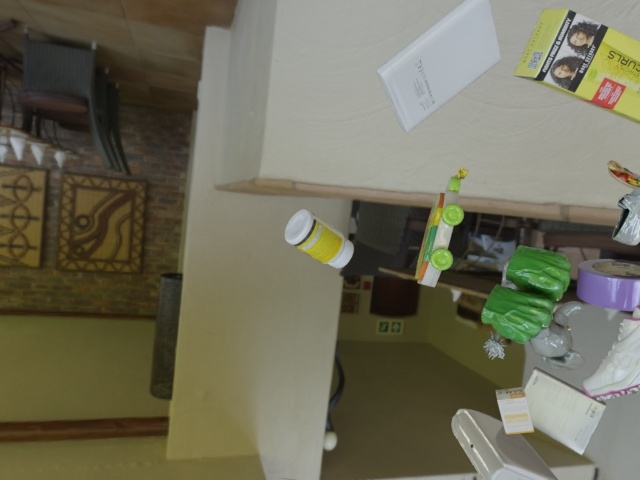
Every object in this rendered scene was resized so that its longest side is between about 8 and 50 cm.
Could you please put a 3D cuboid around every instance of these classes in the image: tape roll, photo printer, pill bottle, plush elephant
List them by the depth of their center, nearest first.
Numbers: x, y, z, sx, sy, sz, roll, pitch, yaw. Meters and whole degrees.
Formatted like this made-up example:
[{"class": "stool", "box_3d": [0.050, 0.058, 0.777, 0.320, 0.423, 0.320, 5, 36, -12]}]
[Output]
[{"class": "tape roll", "box_3d": [0.752, 0.108, 1.210, 0.188, 0.080, 0.189, -3, -167, 1]}, {"class": "photo printer", "box_3d": [0.559, 0.654, 1.483, 0.255, 0.107, 0.307, 27, -170, -14]}, {"class": "plush elephant", "box_3d": [0.681, 0.253, 1.490, 0.271, 0.330, 0.255, 37, 169, -28]}, {"class": "pill bottle", "box_3d": [0.000, 0.000, 1.514, 0.208, 0.119, 0.119, 33, 169, -32]}]

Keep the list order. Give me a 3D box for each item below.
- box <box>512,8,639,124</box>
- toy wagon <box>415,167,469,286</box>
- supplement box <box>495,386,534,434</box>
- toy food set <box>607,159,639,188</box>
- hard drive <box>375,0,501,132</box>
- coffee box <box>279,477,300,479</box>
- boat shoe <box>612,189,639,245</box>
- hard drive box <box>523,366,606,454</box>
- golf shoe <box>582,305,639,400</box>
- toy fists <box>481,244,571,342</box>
[{"class": "box", "box_3d": [0.375, -0.215, 0.622, 0.232, 0.088, 0.058, 15, -159, -16]}, {"class": "toy wagon", "box_3d": [0.342, -0.040, 1.361, 0.068, 0.345, 0.267, 14, 177, 6]}, {"class": "supplement box", "box_3d": [0.435, 0.381, 1.077, 0.062, 0.099, 0.036, -13, -161, 18]}, {"class": "toy food set", "box_3d": [0.669, -0.141, 1.051, 0.082, 0.020, 0.083, 22, -144, -2]}, {"class": "hard drive", "box_3d": [0.345, -0.502, 1.376, 0.233, 0.353, 0.047, 50, -177, -47]}, {"class": "coffee box", "box_3d": [0.060, 0.785, 1.067, 0.334, 0.338, 0.338, -7, -140, 30]}, {"class": "boat shoe", "box_3d": [0.944, -0.101, 1.454, 0.081, 0.228, 0.079, 13, -172, 10]}, {"class": "hard drive box", "box_3d": [0.788, 0.558, 1.599, 0.232, 0.181, 0.089, 27, -176, 30]}, {"class": "golf shoe", "box_3d": [0.614, 0.207, 0.914, 0.115, 0.140, 0.306, -1, 146, -25]}, {"class": "toy fists", "box_3d": [0.516, 0.131, 1.182, 0.142, 0.096, 0.279, 17, -127, 38]}]
